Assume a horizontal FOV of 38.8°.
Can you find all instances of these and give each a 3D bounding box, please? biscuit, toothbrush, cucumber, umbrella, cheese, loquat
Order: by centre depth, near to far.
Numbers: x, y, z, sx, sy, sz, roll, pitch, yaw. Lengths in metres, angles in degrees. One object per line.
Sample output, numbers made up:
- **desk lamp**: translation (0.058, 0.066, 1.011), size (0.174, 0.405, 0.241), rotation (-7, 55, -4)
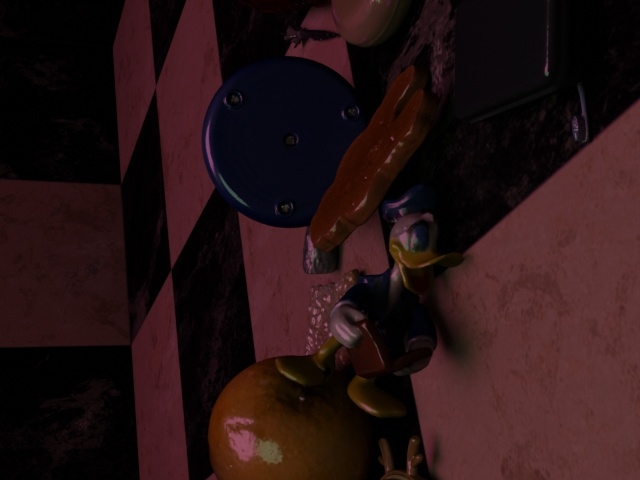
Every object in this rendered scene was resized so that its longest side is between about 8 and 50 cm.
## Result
- **toothbrush**: translation (0.274, -0.198, 0.979), size (0.013, 0.019, 0.193), rotation (153, 118, -66)
- **biscuit**: translation (0.076, -0.108, 1.312), size (0.295, 0.044, 0.186), rotation (-54, 19, 27)
- **cheese**: translation (0.104, -0.409, 1.334), size (0.286, 0.082, 0.163), rotation (129, 136, -52)
- **cucumber**: translation (0.109, -0.070, 1.346), size (0.037, 0.037, 0.155), rotation (127, 141, -55)
- **loquat**: translation (-0.041, 0.306, 1.400), size (0.263, 0.263, 0.263), rotation (-178, 90, -68)
- **biscuit**: translation (0.021, 0.150, 1.542), size (0.188, 0.040, 0.265), rotation (-112, 33, -43)
- **cucumber**: translation (0.000, 0.002, 1.573), size (0.064, 0.064, 0.111), rotation (-166, 78, -67)
- **umbrella**: translation (-0.031, -0.382, 1.706), size (0.044, 0.044, 0.269), rotation (66, 167, -22)

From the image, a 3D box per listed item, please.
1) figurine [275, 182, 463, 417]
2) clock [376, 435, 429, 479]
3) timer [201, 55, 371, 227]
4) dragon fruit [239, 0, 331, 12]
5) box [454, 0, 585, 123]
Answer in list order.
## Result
- **figurine**: translation (0.076, 0.077, 1.231), size (0.283, 0.205, 0.338), rotation (-70, -1, -80)
- **clock**: translation (0.106, 0.426, 1.245), size (0.235, 0.096, 0.307), rotation (147, 123, -64)
- **timer**: translation (-0.074, -0.147, 1.580), size (0.383, 0.271, 0.270), rotation (166, 105, -81)
- **dragon fruit**: translation (-0.009, -0.563, 1.610), size (0.286, 0.228, 0.329), rotation (15, 82, 35)
- **box**: translation (0.222, -0.229, 1.041), size (0.230, 0.050, 0.160), rotation (169, 104, -73)
